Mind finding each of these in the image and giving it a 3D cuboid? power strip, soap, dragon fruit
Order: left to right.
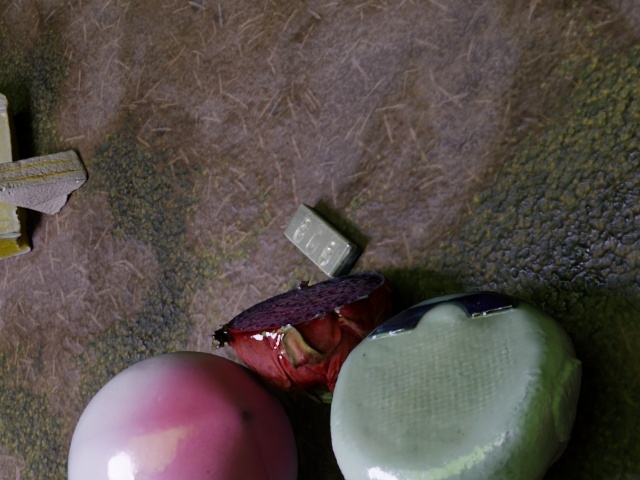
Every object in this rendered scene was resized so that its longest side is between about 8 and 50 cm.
[{"bbox_3d":[-0.642,-0.109,1.938,0.199,0.091,0.315,-13,63,-4],"label":"soap"},{"bbox_3d":[-0.001,0.141,1.351,0.218,0.223,0.148,-11,101,28],"label":"dragon fruit"},{"bbox_3d":[0.000,0.000,1.479,0.123,0.032,0.056,42,102,39],"label":"power strip"}]

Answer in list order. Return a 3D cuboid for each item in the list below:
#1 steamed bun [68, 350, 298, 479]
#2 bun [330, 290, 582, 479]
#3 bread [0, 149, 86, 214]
[{"bbox_3d":[-0.155,0.272,1.332,0.309,0.309,0.310,-13,69,35],"label":"steamed bun"},{"bbox_3d":[0.162,0.204,1.192,0.293,0.187,0.293,-25,36,19],"label":"bun"},{"bbox_3d":[-0.500,-0.114,1.840,0.105,0.152,0.077,-46,54,24],"label":"bread"}]
